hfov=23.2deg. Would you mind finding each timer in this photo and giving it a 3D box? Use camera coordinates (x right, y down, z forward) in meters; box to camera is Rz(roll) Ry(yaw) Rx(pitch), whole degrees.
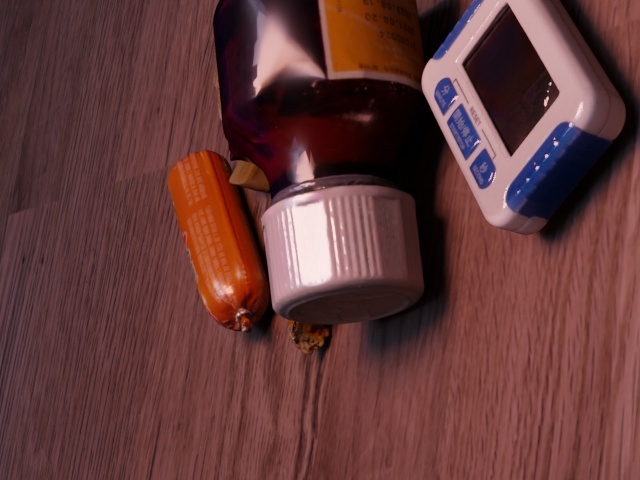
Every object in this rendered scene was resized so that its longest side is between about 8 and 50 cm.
[{"bbox_3d":[0.202,-0.142,1.556,0.178,0.078,0.253,-53,37,30],"label":"timer"}]

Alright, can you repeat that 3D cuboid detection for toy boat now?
[{"bbox_3d":[-0.053,-0.143,2.020,0.200,0.057,0.077,-53,30,34],"label":"toy boat"}]

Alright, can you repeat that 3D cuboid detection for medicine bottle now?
[{"bbox_3d":[0.002,-0.110,1.727,0.242,0.242,0.395,-24,62,54],"label":"medicine bottle"}]

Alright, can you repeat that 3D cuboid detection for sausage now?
[{"bbox_3d":[-0.130,0.011,2.045,0.093,0.093,0.312,-56,34,30],"label":"sausage"}]

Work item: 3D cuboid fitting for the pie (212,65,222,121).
[{"bbox_3d":[-0.080,-0.234,2.111,0.218,0.052,0.185,-52,35,32],"label":"pie"}]

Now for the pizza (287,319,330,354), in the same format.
[{"bbox_3d":[-0.003,-0.001,1.868,0.134,0.056,0.271,-40,43,49],"label":"pizza"}]
